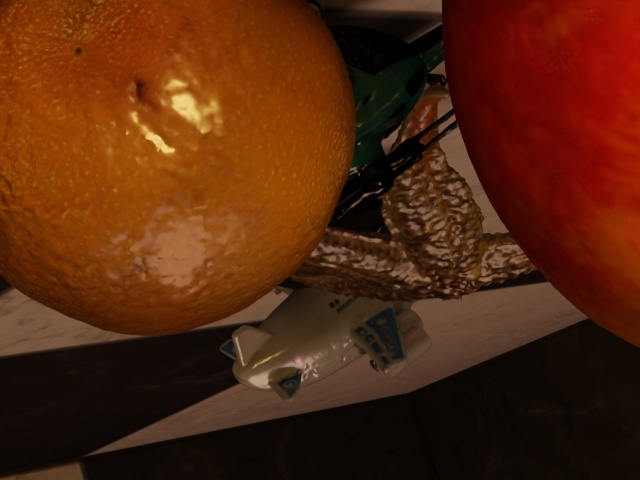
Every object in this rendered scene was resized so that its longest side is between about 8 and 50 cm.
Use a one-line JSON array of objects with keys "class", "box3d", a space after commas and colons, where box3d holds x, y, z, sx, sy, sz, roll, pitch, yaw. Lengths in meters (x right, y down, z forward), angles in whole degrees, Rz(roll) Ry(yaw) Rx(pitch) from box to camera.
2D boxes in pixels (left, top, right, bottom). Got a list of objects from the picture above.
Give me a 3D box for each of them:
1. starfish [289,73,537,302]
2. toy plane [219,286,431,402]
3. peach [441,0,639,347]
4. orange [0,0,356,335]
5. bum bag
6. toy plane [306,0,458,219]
[{"class": "starfish", "box3d": [0.080, -0.025, 1.523, 0.398, 0.132, 0.384, -5, 156, 31]}, {"class": "toy plane", "box3d": [0.004, 0.091, 1.976, 0.267, 0.267, 0.122, -15, 131, -10]}, {"class": "peach", "box3d": [0.242, -0.129, 0.928, 0.388, 0.388, 0.388, -16, 168, -3]}, {"class": "orange", "box3d": [-0.101, -0.064, 1.049, 0.264, 0.264, 0.264, -16, 168, -3]}, {"class": "bum bag", "box3d": [0.000, 0.000, 1.835, 0.142, 0.079, 0.326, -33, -174, -19]}, {"class": "toy plane", "box3d": [0.034, -0.111, 1.247, 0.382, 0.155, 0.106, -32, 170, -11]}]
